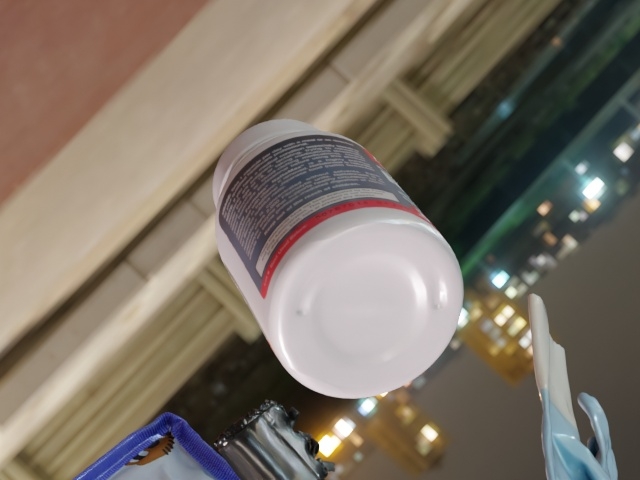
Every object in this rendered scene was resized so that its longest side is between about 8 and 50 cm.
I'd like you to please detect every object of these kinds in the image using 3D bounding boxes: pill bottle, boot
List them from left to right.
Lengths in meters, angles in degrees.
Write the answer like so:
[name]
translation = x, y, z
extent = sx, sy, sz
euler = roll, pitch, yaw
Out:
[boot]
translation = -0.025, 0.148, 1.024
extent = 0.045, 0.099, 0.121
euler = -37, 177, 23
[pill bottle]
translation = 0.000, 0.000, 0.985
extent = 0.108, 0.108, 0.180
euler = -48, -150, 7

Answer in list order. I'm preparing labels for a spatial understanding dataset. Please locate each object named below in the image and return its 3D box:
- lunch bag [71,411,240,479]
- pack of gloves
[lunch bag]
translation = -0.170, 0.375, 1.253
extent = 0.385, 0.239, 0.328
euler = -33, 141, -40
[pack of gloves]
translation = 0.220, 0.181, 1.377
extent = 0.046, 0.195, 0.232
euler = -17, -134, 19
